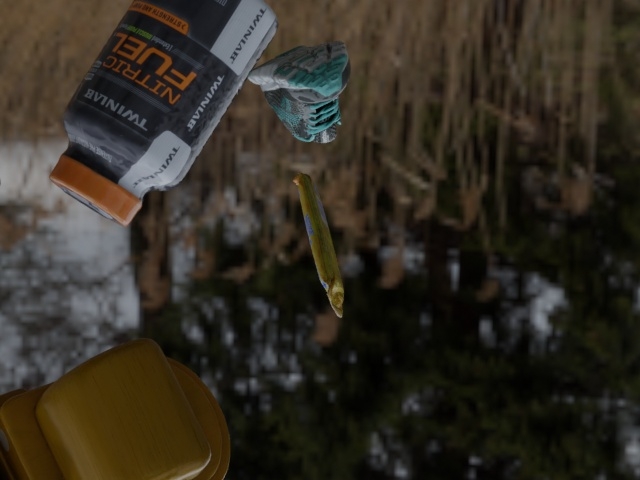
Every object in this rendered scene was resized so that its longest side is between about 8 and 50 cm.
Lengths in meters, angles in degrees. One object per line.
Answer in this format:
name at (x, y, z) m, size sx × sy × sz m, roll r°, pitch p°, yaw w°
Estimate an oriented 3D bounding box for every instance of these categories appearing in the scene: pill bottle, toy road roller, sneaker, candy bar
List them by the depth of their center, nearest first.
sneaker at (-0.003, -0.112, 1.281) m, size 0.065 × 0.076 × 0.166 m, roll -29°, pitch -168°, yaw -8°
candy bar at (0.000, 0.000, 1.497) m, size 0.018 × 0.040 × 0.161 m, roll -22°, pitch -133°, yaw 8°
pill bottle at (-0.153, -0.136, 1.526) m, size 0.130 × 0.245 × 0.130 m, roll 30°, pitch 173°, yaw 4°
toy road roller at (-0.242, 0.217, 1.550) m, size 0.329 × 0.202 × 0.240 m, roll -20°, pitch 162°, yaw -29°
